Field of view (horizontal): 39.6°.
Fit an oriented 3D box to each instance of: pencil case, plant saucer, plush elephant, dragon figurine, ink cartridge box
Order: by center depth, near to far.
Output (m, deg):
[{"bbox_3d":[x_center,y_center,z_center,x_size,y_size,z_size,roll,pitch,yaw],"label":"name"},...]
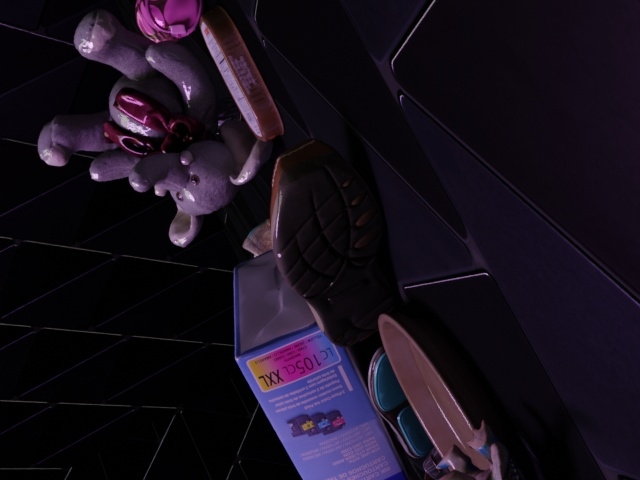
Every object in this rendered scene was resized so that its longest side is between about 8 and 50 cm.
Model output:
[{"bbox_3d":[0.172,0.246,0.798,0.144,0.085,0.289,38,152,9],"label":"dragon figurine"},{"bbox_3d":[0.151,0.197,1.005,0.278,0.041,0.278,58,171,15],"label":"plant saucer"},{"bbox_3d":[-0.222,-0.137,1.319,0.330,0.272,0.255,6,-136,-42],"label":"plush elephant"},{"bbox_3d":[-0.227,-0.341,1.331,0.209,0.095,0.098,-149,62,-74],"label":"pencil case"},{"bbox_3d":[0.014,0.228,1.345,0.270,0.151,0.395,-100,-15,-63],"label":"ink cartridge box"}]

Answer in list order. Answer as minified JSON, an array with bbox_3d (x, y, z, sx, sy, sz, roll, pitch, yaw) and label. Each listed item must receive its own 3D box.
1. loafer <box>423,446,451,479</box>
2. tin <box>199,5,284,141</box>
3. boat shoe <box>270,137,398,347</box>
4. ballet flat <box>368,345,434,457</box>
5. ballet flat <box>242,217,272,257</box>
[{"bbox_3d":[0.166,0.310,1.199,0.062,0.061,0.170,54,170,33],"label":"loafer"},{"bbox_3d":[-0.107,-0.221,1.193,0.190,0.040,0.106,63,167,-10],"label":"tin"},{"bbox_3d":[0.000,0.000,1.001,0.120,0.122,0.324,60,172,36],"label":"boat shoe"},{"bbox_3d":[0.102,0.216,1.229,0.068,0.072,0.213,38,157,55],"label":"ballet flat"},{"bbox_3d":[-0.028,0.125,1.561,0.349,0.123,0.123,62,171,-5],"label":"ballet flat"}]
